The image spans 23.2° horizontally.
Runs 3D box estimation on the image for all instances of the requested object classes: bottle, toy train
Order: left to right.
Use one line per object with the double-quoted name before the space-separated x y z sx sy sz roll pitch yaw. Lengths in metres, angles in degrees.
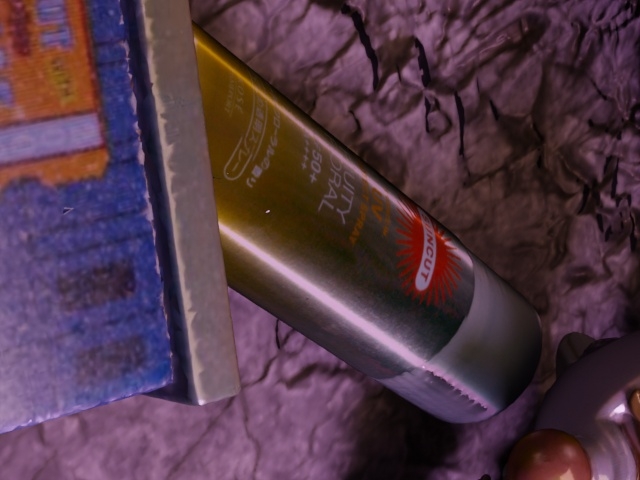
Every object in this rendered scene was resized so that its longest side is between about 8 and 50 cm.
"toy train" -0.137 -0.063 0.490 0.202 0.131 0.299 -13 101 -36
"bottle" 0.000 0.000 0.702 0.286 0.082 0.082 36 79 -45

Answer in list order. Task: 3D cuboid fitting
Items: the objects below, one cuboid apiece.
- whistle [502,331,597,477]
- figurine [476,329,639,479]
"whistle" 0.162 0.165 0.900 0.106 0.102 0.253 -30 126 -28
"figurine" 0.127 0.139 0.784 0.194 0.133 0.274 16 134 -31
